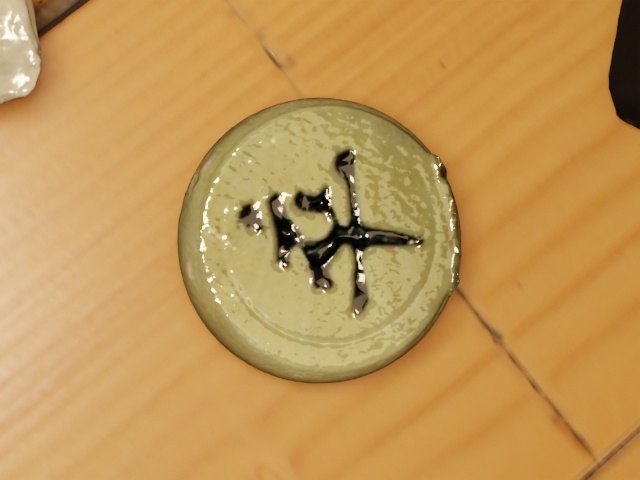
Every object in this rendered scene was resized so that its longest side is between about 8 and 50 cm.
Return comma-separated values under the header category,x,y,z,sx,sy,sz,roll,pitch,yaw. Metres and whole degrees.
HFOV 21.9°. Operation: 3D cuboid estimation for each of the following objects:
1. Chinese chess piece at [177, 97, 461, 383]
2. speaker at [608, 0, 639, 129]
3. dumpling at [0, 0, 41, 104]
category,x,y,z,sx,sy,sz,roll,pitch,yaw
Chinese chess piece,0.000,0.000,1.089,0.188,0.083,0.188,0,89,-13
speaker,0.331,-0.216,1.134,0.184,0.180,0.388,12,85,-18
dumpling,-0.260,-0.149,1.036,0.150,0.092,0.176,-39,105,1
